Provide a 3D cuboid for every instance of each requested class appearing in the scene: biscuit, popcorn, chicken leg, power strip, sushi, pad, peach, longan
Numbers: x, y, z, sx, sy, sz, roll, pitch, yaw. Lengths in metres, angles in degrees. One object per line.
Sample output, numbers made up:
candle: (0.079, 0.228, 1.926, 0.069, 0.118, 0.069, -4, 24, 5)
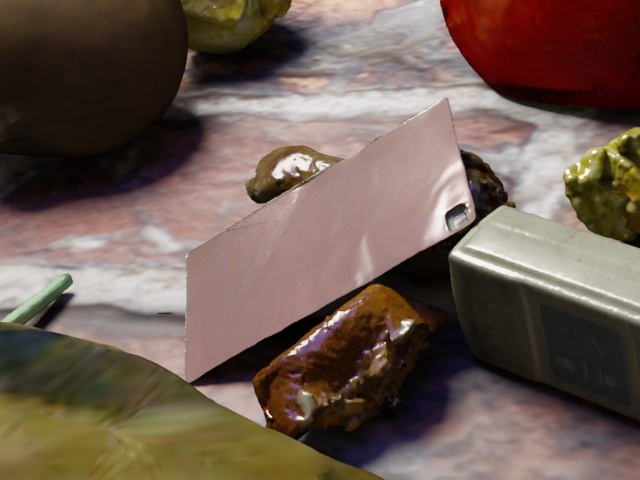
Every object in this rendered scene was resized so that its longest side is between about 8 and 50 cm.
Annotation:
biscuit: (-0.106, 0.111, 0.631, 0.335, 0.078, 0.329, 3, 17, -22)
popcorn: (-0.073, -0.194, 1.108, 0.106, 0.120, 0.116, 2, 30, 24)
chicken leg: (0.033, -0.024, 0.886, 0.198, 0.069, 0.085, 13, 65, 44)
power strip: (0.171, 0.053, 0.706, 0.272, 0.078, 0.052, 21, 49, 40)
sushi: (0.017, 0.065, 0.767, 0.118, 0.061, 0.060, -40, 82, -9)
pad: (0.000, 0.000, 0.836, 0.188, 0.006, 0.113, -30, 36, 19)
peach: (0.194, -0.166, 0.957, 0.267, 0.159, 0.154, 18, 51, 35)
longan: (-0.183, -0.137, 1.030, 0.189, 0.189, 0.189, -9, 34, 6)
popcorn: (0.174, -0.031, 0.843, 0.083, 0.059, 0.068, -16, -6, -17)

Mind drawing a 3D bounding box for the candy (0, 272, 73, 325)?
candy: (-0.231, 0.100, 0.792, 0.092, 0.093, 0.335, 20, 37, 20)
